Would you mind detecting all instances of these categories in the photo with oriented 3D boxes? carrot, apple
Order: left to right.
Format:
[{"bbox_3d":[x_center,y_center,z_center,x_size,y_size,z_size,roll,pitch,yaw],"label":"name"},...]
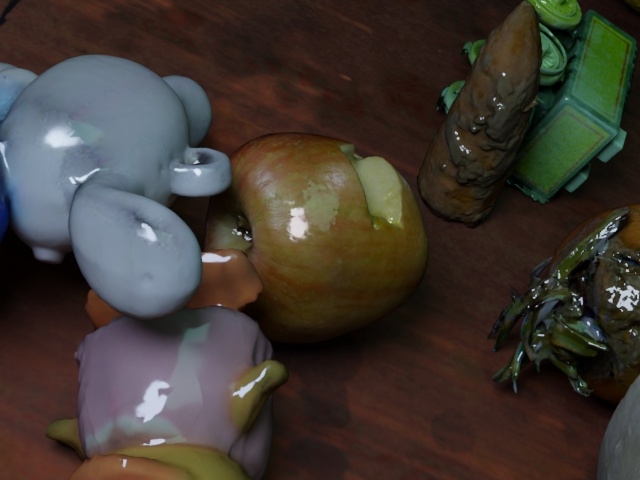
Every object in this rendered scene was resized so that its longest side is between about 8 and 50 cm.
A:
[{"bbox_3d":[0.000,0.000,0.819,0.199,0.199,0.199,14,47,-16],"label":"apple"},{"bbox_3d":[0.168,-0.131,0.966,0.102,0.263,0.102,6,49,-7],"label":"carrot"},{"bbox_3d":[0.318,0.057,0.919,0.331,0.193,0.214,-4,53,-30],"label":"carrot"}]

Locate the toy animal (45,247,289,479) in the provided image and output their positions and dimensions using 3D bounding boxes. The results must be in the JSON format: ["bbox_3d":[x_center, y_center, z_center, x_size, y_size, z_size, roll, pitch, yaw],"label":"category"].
[{"bbox_3d":[-0.104,0.158,0.651,0.169,0.195,0.281,53,26,-37],"label":"toy animal"}]

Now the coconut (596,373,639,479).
[{"bbox_3d":[0.350,0.226,0.735,0.329,0.329,0.328,14,47,-16],"label":"coconut"}]

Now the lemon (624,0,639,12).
[{"bbox_3d":[0.566,-0.475,1.432,0.336,0.336,0.336,14,47,-16],"label":"lemon"}]

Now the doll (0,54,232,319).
[{"bbox_3d":[-0.249,-0.055,0.718,0.366,0.187,0.376,5,4,-5],"label":"doll"}]

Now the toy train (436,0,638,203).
[{"bbox_3d":[0.264,-0.188,1.136,0.188,0.159,0.271,34,44,-5],"label":"toy train"}]
